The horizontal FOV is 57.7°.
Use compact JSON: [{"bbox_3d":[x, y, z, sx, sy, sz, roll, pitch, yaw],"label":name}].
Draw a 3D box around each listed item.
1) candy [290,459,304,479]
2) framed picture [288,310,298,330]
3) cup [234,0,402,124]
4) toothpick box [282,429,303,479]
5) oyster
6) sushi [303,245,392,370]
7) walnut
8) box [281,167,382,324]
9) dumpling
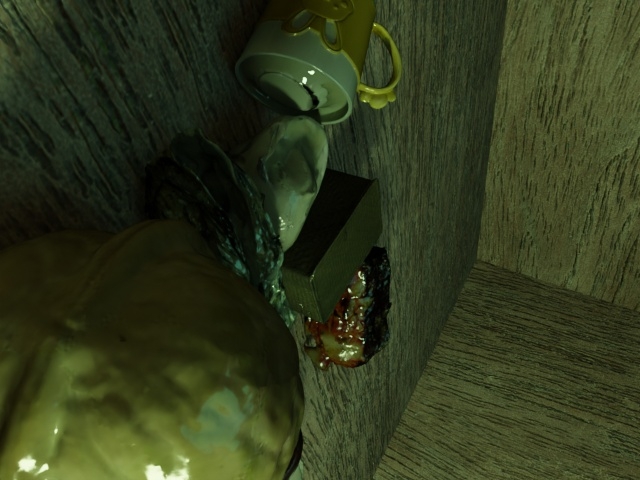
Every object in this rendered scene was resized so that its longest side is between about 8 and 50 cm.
[{"bbox_3d":[-0.130,0.582,1.332,0.185,0.137,0.195,-48,146,-41],"label":"candy"},{"bbox_3d":[-0.148,0.223,1.151,0.211,0.020,0.289,-66,157,-1],"label":"framed picture"},{"bbox_3d":[0.016,-0.300,0.886,0.185,0.241,0.226,135,-27,-74],"label":"cup"},{"bbox_3d":[-0.142,0.335,1.029,0.192,0.192,0.294,-57,151,-29],"label":"toothpick box"},{"bbox_3d":[-0.127,0.013,0.810,0.158,0.162,0.351,-38,124,-13],"label":"oyster"},{"bbox_3d":[0.054,0.160,1.387,0.181,0.196,0.344,-20,122,-38],"label":"sushi"},{"bbox_3d":[-0.192,0.153,0.609,0.381,0.381,0.381,-46,146,-44],"label":"walnut"},{"bbox_3d":[0.002,0.001,1.178,0.273,0.143,0.184,-57,154,-28],"label":"box"},{"bbox_3d":[-0.085,-0.080,0.933,0.205,0.163,0.293,-75,175,-48],"label":"dumpling"}]
